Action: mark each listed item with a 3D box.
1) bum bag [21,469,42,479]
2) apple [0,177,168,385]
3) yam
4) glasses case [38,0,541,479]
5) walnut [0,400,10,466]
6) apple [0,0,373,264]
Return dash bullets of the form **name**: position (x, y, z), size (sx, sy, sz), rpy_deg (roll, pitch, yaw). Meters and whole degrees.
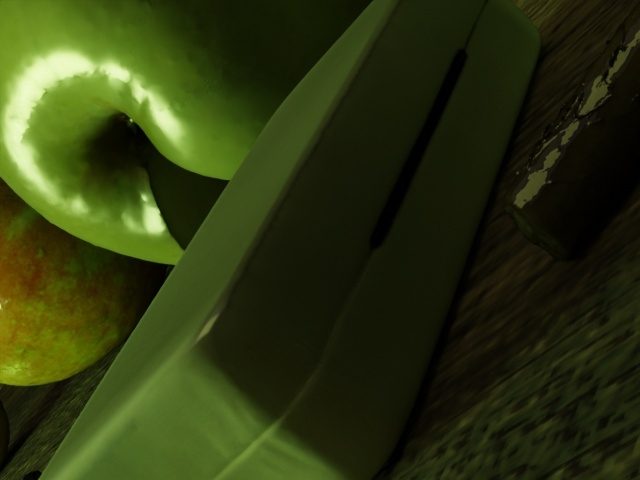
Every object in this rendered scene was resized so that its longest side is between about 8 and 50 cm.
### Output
- **bum bag**: position (-0.127, 0.153, 0.631), size (0.123, 0.060, 0.248), rpy_deg (-53, 9, -19)
- **apple**: position (-0.265, 0.008, 1.380), size (0.226, 0.246, 0.246), rpy_deg (-57, 3, 37)
- **yam**: position (0.102, -0.060, 0.434), size (0.145, 0.032, 0.032), rpy_deg (-53, 8, -7)
- **glasses case**: position (0.000, 0.000, 0.578), size (0.131, 0.070, 0.313), rpy_deg (-45, 11, 34)
- **walnut**: position (-0.408, 0.210, 1.569), size (0.165, 0.165, 0.197), rpy_deg (-56, 9, -31)
- **apple**: position (-0.095, -0.132, 1.032), size (0.292, 0.292, 0.254), rpy_deg (-43, 21, 44)
